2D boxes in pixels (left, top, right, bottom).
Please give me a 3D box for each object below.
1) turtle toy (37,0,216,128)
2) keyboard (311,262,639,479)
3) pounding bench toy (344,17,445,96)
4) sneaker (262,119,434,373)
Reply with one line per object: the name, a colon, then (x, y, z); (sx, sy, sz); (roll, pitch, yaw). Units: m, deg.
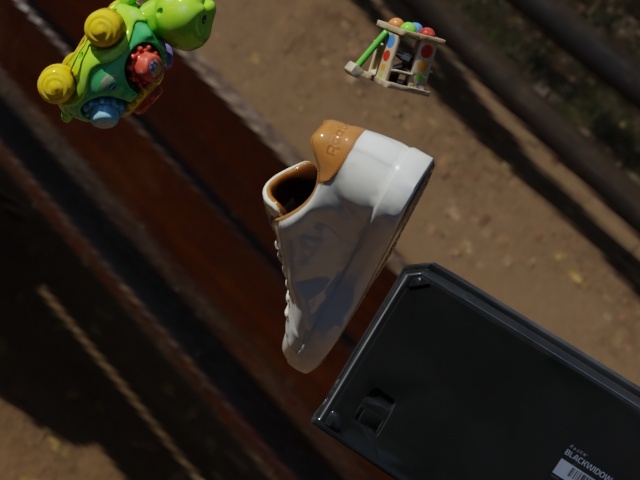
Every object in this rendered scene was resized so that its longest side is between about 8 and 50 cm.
turtle toy: (-0.126, -0.123, 1.000); (0.066, 0.130, 0.095); (42, 14, -7)
keyboard: (0.138, 0.170, 0.859); (0.317, 0.201, 0.033); (33, 16, 8)
pounding bench toy: (0.069, -0.184, 1.471); (0.083, 0.065, 0.052); (8, 14, -32)
sneaker: (0.000, 0.000, 1.341); (0.123, 0.290, 0.106); (29, 45, 4)
